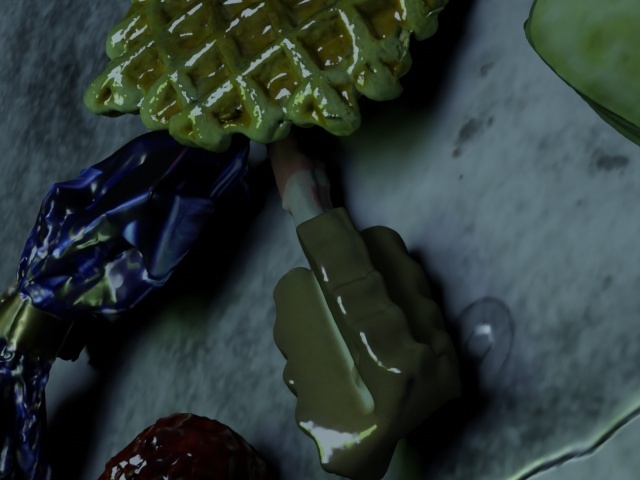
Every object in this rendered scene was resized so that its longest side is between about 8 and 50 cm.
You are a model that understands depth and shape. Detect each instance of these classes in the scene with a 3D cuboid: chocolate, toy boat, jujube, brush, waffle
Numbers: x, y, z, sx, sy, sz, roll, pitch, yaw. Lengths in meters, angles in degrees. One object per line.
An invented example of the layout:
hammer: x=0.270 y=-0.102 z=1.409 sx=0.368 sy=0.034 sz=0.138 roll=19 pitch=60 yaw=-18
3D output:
chocolate: x=-0.153 y=0.040 z=1.169 sx=0.343 sy=0.126 sz=0.148 roll=-54 pitch=-4 yaw=12
toy boat: x=0.171 y=-0.072 z=0.852 sx=0.093 sy=0.055 sz=0.293 roll=-63 pitch=35 yaw=10
jujube: x=-0.096 y=0.166 z=1.035 sx=0.104 sy=0.104 sz=0.166 roll=8 pitch=72 yaw=54
brush: x=0.000 y=0.000 z=1.033 sx=0.084 sy=0.071 sz=0.301 roll=-53 pitch=31 yaw=24
waffle: x=-0.018 y=-0.139 z=1.087 sx=0.208 sy=0.054 sz=0.214 roll=7 pitch=62 yaw=40
